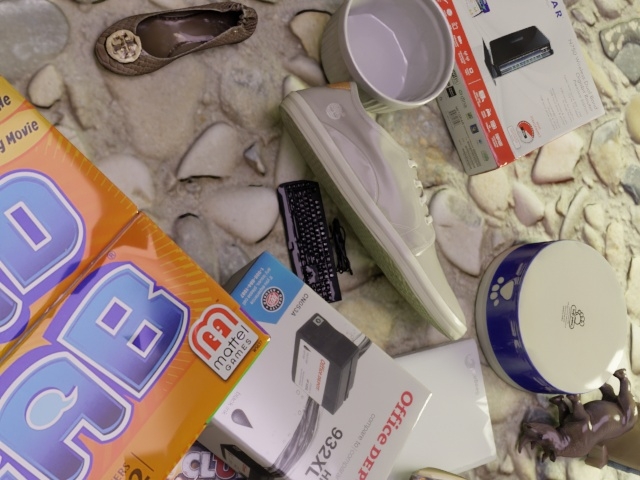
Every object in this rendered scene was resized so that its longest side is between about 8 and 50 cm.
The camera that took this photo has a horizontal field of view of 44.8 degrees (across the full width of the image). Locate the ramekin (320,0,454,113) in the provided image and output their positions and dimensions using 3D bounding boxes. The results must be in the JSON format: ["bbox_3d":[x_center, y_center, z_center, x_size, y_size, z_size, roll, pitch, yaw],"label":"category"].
[{"bbox_3d":[0.099,-0.299,1.225,0.207,0.109,0.207,4,82,-28],"label":"ramekin"}]

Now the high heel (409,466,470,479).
[{"bbox_3d":[0.191,0.447,1.158,0.261,0.093,0.186,33,74,-40],"label":"high heel"}]

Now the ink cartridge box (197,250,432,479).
[{"bbox_3d":[-0.038,0.203,1.025,0.307,0.129,0.223,41,59,-9],"label":"ink cartridge box"}]

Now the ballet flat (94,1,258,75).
[{"bbox_3d":[-0.194,-0.291,1.087,0.250,0.058,0.084,-21,93,-30],"label":"ballet flat"}]

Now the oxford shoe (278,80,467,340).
[{"bbox_3d":[0.107,-0.049,1.158,0.130,0.169,0.449,-34,96,-8],"label":"oxford shoe"}]

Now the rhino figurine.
[{"bbox_3d":[0.447,0.317,1.349,0.243,0.073,0.106,-21,82,-15],"label":"rhino figurine"}]

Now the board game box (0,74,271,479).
[{"bbox_3d":[-0.346,0.118,0.772,0.356,0.356,0.356,46,64,-17],"label":"board game box"}]

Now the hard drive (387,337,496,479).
[{"bbox_3d":[0.130,0.281,1.204,0.307,0.040,0.203,-9,88,-30],"label":"hard drive"}]

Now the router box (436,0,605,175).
[{"bbox_3d":[0.325,-0.323,1.372,0.301,0.082,0.335,-27,96,-29],"label":"router box"}]

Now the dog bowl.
[{"bbox_3d":[0.401,0.132,1.340,0.265,0.104,0.265,4,82,-29],"label":"dog bowl"}]

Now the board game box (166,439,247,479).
[{"bbox_3d":[-0.167,0.342,1.024,0.243,0.042,0.165,13,77,-28],"label":"board game box"}]

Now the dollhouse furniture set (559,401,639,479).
[{"bbox_3d":[0.591,0.444,1.309,0.303,0.286,0.198,-35,108,-26],"label":"dollhouse furniture set"}]

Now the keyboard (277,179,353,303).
[{"bbox_3d":[0.000,0.000,1.170,0.100,0.038,0.192,-11,90,-30],"label":"keyboard"}]
